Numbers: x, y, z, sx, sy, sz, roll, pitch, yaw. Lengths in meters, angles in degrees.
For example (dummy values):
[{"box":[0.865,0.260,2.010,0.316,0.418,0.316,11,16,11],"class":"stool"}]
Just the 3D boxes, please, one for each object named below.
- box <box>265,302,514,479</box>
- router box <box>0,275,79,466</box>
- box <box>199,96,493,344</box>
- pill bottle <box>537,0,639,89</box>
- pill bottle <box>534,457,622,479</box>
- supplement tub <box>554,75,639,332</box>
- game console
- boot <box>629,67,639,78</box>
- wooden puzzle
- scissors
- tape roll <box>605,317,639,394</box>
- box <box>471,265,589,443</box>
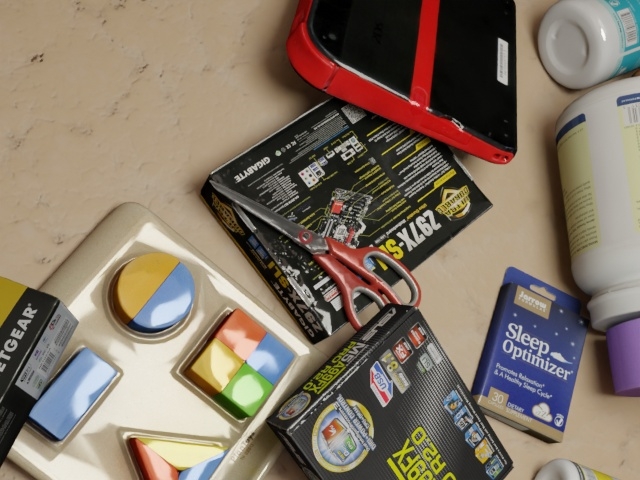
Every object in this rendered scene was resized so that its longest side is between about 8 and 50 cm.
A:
[{"box":[0.093,0.244,0.937,0.216,0.060,0.270,-40,109,-24],"class":"box"},{"box":[-0.430,0.163,0.786,0.243,0.081,0.308,18,66,9],"class":"router box"},{"box":[0.040,-0.057,1.061,0.322,0.079,0.257,-37,89,-25],"class":"box"},{"box":[0.495,-0.348,1.273,0.264,0.146,0.146,-22,81,-24],"class":"pill bottle"},{"box":[0.376,0.362,1.023,0.184,0.103,0.103,23,67,-11],"class":"pill bottle"},{"box":[0.469,-0.044,1.115,0.236,0.235,0.324,5,72,-17],"class":"supplement tub"},{"box":[0.135,-0.305,1.137,0.342,0.060,0.386,24,50,-15],"class":"game console"},{"box":[0.591,-0.218,1.258,0.197,0.152,0.073,28,66,-9],"class":"boot"},{"box":[-0.192,0.161,0.909,0.348,0.080,0.322,39,65,-3],"class":"wooden puzzle"},{"box":[0.000,0.000,0.978,0.297,0.021,0.109,44,68,-2],"class":"scissors"},{"box":[0.533,0.152,1.050,0.275,0.275,0.090,2,72,-18],"class":"tape roll"},{"box":[0.300,0.154,1.104,0.136,0.036,0.225,25,65,-10],"class":"box"}]
